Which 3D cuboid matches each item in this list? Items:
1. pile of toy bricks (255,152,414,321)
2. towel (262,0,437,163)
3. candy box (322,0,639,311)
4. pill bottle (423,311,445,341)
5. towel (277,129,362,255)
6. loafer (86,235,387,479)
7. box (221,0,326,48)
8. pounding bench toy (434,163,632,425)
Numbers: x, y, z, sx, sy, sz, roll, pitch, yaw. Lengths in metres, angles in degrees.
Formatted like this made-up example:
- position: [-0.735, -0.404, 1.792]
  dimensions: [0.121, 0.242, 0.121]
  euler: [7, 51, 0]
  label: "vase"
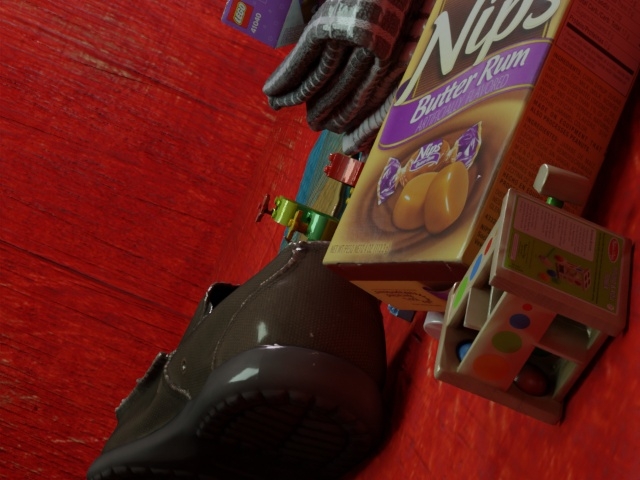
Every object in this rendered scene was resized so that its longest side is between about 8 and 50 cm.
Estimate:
- position: [0.010, -0.005, 1.172]
  dimensions: [0.212, 0.105, 0.118]
  euler: [-154, 86, -84]
  label: "pile of toy bricks"
- position: [0.064, -0.196, 1.333]
  dimensions: [0.284, 0.121, 0.235]
  euler: [136, 157, -76]
  label: "towel"
- position: [0.081, -0.061, 0.800]
  dimensions: [0.109, 0.053, 0.186]
  euler: [-3, 59, 58]
  label: "candy box"
- position: [0.075, 0.007, 0.845]
  dimensions: [0.043, 0.043, 0.083]
  euler: [129, 162, -70]
  label: "pill bottle"
- position: [0.000, 0.000, 1.591]
  dimensions: [0.271, 0.040, 0.370]
  euler: [120, 169, -53]
  label: "towel"
- position: [-0.042, 0.100, 1.165]
  dimensions: [0.366, 0.134, 0.130]
  euler: [-36, 34, 59]
  label: "loafer"
- position: [0.033, -0.278, 1.528]
  dimensions: [0.293, 0.057, 0.201]
  euler: [-27, -38, -64]
  label: "box"
- position: [0.082, 0.018, 0.702]
  dimensions: [0.083, 0.052, 0.065]
  euler: [-74, 9, -49]
  label: "pounding bench toy"
